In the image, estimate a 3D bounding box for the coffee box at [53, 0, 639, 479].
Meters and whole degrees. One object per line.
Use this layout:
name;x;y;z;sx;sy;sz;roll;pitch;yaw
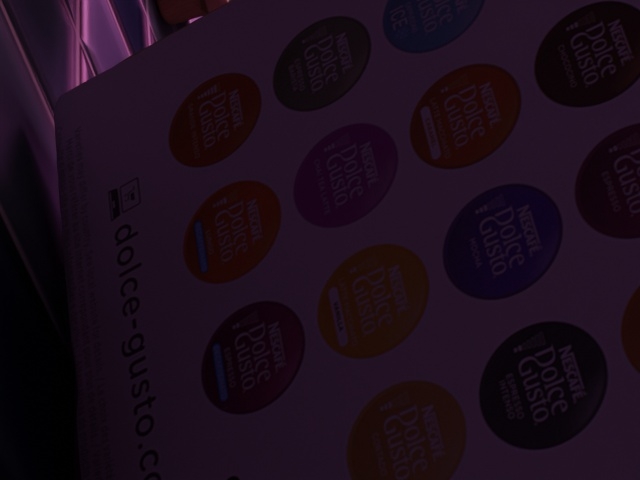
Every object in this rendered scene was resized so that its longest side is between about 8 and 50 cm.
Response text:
coffee box;0.113;0.065;0.811;0.338;0.334;0.338;42;29;-48

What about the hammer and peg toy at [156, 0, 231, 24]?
hammer and peg toy;-0.071;-0.268;1.595;0.266;0.127;0.361;-21;95;-73
